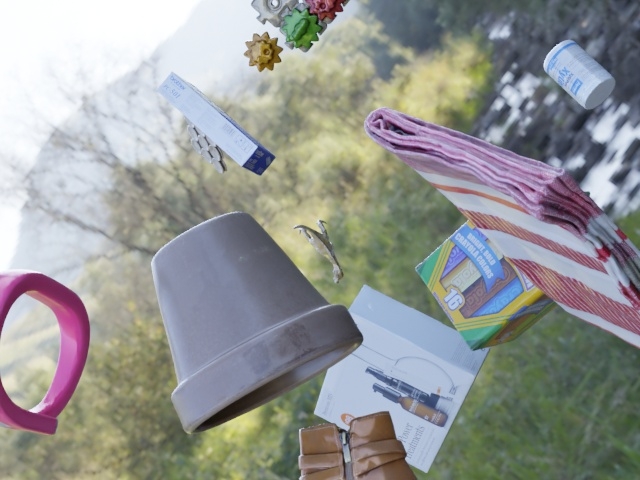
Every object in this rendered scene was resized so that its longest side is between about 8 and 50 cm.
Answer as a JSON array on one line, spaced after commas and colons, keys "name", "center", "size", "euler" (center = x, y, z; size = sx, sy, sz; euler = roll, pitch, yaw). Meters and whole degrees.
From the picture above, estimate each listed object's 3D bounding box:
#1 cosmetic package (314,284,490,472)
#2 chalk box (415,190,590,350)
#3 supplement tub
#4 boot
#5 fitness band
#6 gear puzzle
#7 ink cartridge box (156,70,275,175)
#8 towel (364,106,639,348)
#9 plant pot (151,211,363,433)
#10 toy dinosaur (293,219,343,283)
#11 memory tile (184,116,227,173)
[{"name": "cosmetic package", "center": [0.159, 0.295, 2.356], "size": [0.097, 0.284, 0.377], "euler": [-52, -15, -41]}, {"name": "chalk box", "center": [0.343, 0.026, 1.897], "size": [0.289, 0.179, 0.180], "euler": [-44, -22, 29]}, {"name": "supplement tub", "center": [0.433, -0.279, 1.896], "size": [0.071, 0.107, 0.071], "euler": [-29, -30, -19]}, {"name": "boot", "center": [-0.006, 0.353, 1.474], "size": [0.283, 0.220, 0.109], "euler": [-17, -17, 7]}, {"name": "fitness band", "center": [-0.394, 0.153, 1.543], "size": [0.291, 0.054, 0.209], "euler": [55, -136, -69]}, {"name": "gear puzzle", "center": [-0.053, -0.489, 2.326], "size": [0.339, 0.175, 0.044], "euler": [-48, 2, 22]}, {"name": "ink cartridge box", "center": [-0.174, -0.196, 1.900], "size": [0.046, 0.207, 0.097], "euler": [-50, -16, 5]}, {"name": "towel", "center": [0.198, 0.014, 0.947], "size": [0.037, 0.329, 0.237], "euler": [-54, 35, -4]}, {"name": "plant pot", "center": [-0.109, 0.094, 1.478], "size": [0.263, 0.229, 0.263], "euler": [-28, -10, -5]}, {"name": "toy dinosaur", "center": [0.000, 0.000, 2.069], "size": [0.053, 0.183, 0.093], "euler": [-35, 41, 2]}, {"name": "memory tile", "center": [-0.225, -0.203, 2.180], "size": [0.012, 0.113, 0.148], "euler": [-34, -37, -21]}]
